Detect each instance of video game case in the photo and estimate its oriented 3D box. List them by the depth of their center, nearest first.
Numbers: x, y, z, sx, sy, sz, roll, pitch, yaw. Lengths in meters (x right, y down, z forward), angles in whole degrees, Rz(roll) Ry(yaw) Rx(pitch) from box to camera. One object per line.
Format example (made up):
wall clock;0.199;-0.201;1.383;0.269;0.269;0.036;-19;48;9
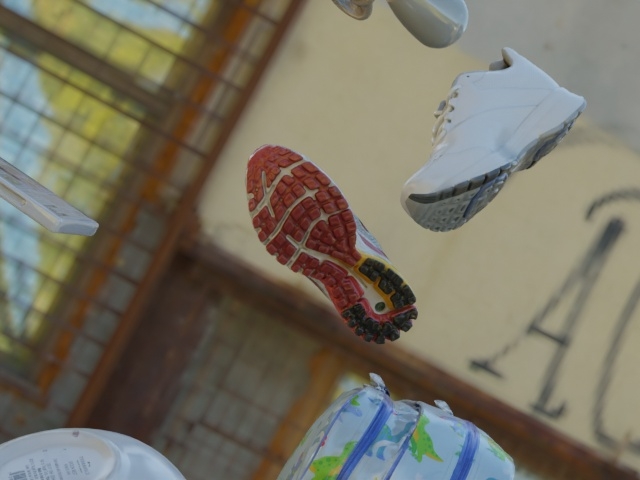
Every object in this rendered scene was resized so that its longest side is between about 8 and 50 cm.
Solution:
video game case;-0.291;-0.050;1.804;0.143;0.019;0.157;34;3;6

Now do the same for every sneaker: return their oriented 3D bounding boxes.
sneaker;0.000;0.000;1.758;0.225;0.088;0.093;54;2;-26
sneaker;0.167;-0.110;2.055;0.129;0.297;0.111;45;-45;8

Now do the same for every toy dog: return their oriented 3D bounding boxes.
toy dog;0.071;-0.388;2.169;0.220;0.161;0.333;30;-15;40

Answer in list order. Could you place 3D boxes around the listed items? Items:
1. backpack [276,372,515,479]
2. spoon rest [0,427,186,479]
backpack;0.055;0.272;1.802;0.273;0.290;0.355;39;-11;-17
spoon rest;-0.109;0.166;0.834;0.137;0.084;0.276;-11;24;-10
